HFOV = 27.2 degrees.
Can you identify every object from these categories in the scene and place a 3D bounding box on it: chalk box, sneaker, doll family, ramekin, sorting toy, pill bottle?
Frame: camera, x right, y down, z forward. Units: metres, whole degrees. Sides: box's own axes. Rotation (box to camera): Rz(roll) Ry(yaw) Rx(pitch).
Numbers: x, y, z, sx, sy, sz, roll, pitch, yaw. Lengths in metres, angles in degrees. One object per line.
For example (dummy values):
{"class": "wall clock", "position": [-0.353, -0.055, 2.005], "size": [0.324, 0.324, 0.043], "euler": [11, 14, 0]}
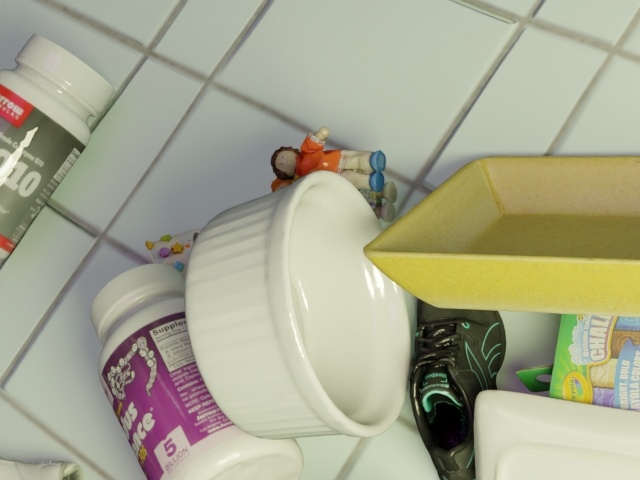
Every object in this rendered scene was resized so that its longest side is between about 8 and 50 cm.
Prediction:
{"class": "chalk box", "position": [0.307, 0.138, 1.327], "size": [0.213, 0.132, 0.132], "euler": [4, 69, 27]}
{"class": "sneaker", "position": [0.146, 0.138, 1.426], "size": [0.101, 0.106, 0.267], "euler": [-18, 58, 20]}
{"class": "doll family", "position": [0.000, 0.000, 1.579], "size": [0.163, 0.118, 0.263], "euler": [5, 87, 22]}
{"class": "ramekin", "position": [-0.023, 0.077, 1.380], "size": [0.135, 0.277, 0.277], "euler": [-14, 61, 26]}
{"class": "sorting toy", "position": [-0.179, 0.017, 1.694], "size": [0.075, 0.045, 0.083], "euler": [-24, 56, -7]}
{"class": "sneaker", "position": [-0.350, 0.307, 1.621], "size": [0.115, 0.090, 0.232], "euler": [-32, 35, -29]}
{"class": "pill bottle", "position": [-0.417, -0.130, 1.805], "size": [0.161, 0.161, 0.283], "euler": [30, 83, 34]}
{"class": "pill bottle", "position": [-0.155, 0.174, 1.522], "size": [0.169, 0.169, 0.301], "euler": [-38, 55, 6]}

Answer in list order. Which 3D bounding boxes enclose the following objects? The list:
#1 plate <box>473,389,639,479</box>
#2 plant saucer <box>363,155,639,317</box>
{"class": "plate", "position": [0.266, 0.294, 1.247], "size": [0.278, 0.045, 0.277], "euler": [5, 99, 28]}
{"class": "plant saucer", "position": [0.260, -0.004, 1.363], "size": [0.333, 0.333, 0.081], "euler": [2, 111, 28]}
